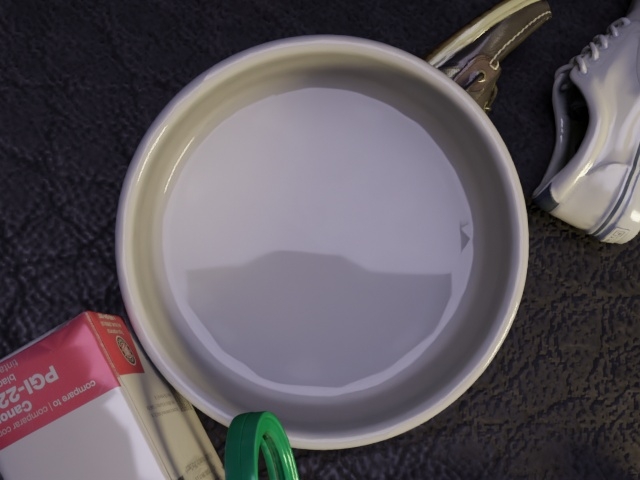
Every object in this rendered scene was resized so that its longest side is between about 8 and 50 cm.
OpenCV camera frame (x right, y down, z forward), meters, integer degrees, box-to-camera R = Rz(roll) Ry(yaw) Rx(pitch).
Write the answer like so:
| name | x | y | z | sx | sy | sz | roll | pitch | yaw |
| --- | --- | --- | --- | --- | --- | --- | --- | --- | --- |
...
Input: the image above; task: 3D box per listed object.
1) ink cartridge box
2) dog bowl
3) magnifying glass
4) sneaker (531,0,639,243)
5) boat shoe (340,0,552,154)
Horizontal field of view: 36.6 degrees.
| name | x | y | z | sx | sy | sz | roll | pitch | yaw |
| --- | --- | --- | --- | --- | --- | --- | --- | --- | --- |
| ink cartridge box | -0.113 | 0.162 | 0.605 | 0.092 | 0.158 | 0.218 | -30 | 82 | -1 |
| dog bowl | 0.000 | 0.000 | 0.660 | 0.265 | 0.104 | 0.265 | 0 | 92 | -2 |
| magnifying glass | -0.017 | 0.201 | 0.606 | 0.026 | 0.231 | 0.092 | -12 | 34 | 11 |
| sneaker | 0.239 | -0.129 | 0.771 | 0.091 | 0.094 | 0.258 | 21 | 75 | -9 |
| boat shoe | 0.098 | -0.112 | 0.757 | 0.223 | 0.080 | 0.073 | -37 | 91 | -10 |
